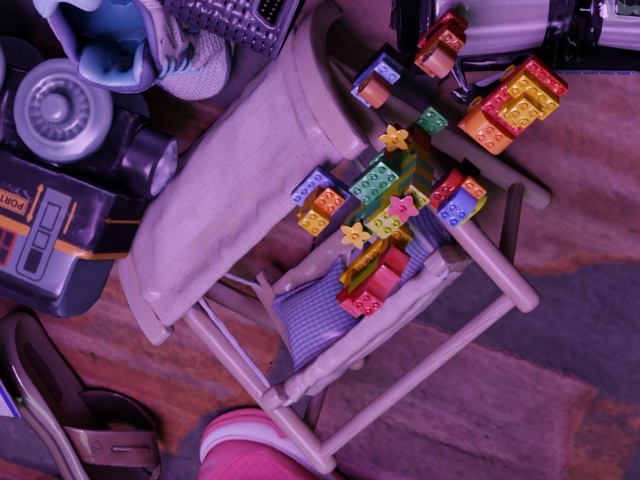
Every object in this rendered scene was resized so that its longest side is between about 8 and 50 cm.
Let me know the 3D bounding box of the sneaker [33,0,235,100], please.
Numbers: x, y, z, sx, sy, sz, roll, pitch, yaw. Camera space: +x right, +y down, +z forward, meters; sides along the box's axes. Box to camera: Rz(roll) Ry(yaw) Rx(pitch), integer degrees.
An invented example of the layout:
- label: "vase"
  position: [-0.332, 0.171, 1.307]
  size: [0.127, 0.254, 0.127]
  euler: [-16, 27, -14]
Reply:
- label: "sneaker"
  position: [-0.139, -0.148, 0.970]
  size: [0.110, 0.122, 0.283]
  euler: [-12, 158, 15]

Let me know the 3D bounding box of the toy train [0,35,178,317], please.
- label: "toy train"
  position: [-0.280, -0.073, 1.058]
  size: [0.334, 0.142, 0.190]
  euler: [21, 92, 7]

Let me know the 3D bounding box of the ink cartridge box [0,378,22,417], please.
- label: "ink cartridge box"
  position: [-0.440, 0.065, 1.209]
  size: [0.371, 0.069, 0.176]
  euler: [5, 137, 22]

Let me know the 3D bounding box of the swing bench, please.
- label: "swing bench"
  position: [0.000, 0.000, 1.072]
  size: [0.255, 0.165, 0.253]
  euler: [39, 121, -12]

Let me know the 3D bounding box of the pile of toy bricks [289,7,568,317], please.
- label: "pile of toy bricks"
  position: [0.053, -0.039, 0.875]
  size: [0.118, 0.105, 0.212]
  euler: [36, 122, -15]

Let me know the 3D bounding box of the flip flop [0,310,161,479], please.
- label: "flip flop"
  position: [-0.201, 0.173, 1.268]
  size: [0.080, 0.112, 0.277]
  euler: [-28, 107, 10]

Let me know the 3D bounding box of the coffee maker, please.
- label: "coffee maker"
  position: [0.145, -0.174, 0.957]
  size: [0.178, 0.171, 0.120]
  euler: [-1, 116, -4]

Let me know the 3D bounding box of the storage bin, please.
- label: "storage bin"
  position: [-0.033, -0.218, 0.933]
  size: [0.084, 0.180, 0.122]
  euler: [24, 123, -2]

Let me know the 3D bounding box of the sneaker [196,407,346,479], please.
- label: "sneaker"
  position: [0.015, 0.285, 1.262]
  size: [0.314, 0.136, 0.116]
  euler: [29, 124, -6]
